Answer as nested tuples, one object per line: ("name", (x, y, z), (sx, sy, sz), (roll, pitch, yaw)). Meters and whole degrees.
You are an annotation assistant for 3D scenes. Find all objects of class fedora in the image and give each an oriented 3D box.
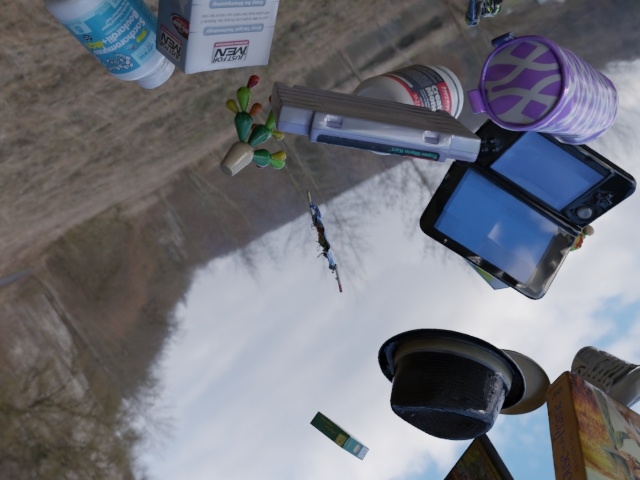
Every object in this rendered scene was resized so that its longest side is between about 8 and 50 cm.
("fedora", (0.274, 0.337, 1.496), (0.334, 0.334, 0.152), (-21, -148, 39))

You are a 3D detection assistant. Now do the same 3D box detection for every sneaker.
("sneaker", (0.499, 0.244, 1.198), (0.106, 0.123, 0.290), (-33, 162, -5))
("sneaker", (0.417, -0.595, 1.707), (0.188, 0.078, 0.067), (-53, 165, -40))

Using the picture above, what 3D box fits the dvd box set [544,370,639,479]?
("dvd box set", (0.439, 0.369, 0.857), (0.062, 0.308, 0.420), (-58, 178, 25))

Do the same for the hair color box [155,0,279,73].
("hair color box", (-0.159, -0.483, 1.145), (0.185, 0.113, 0.374), (-19, 138, -38))

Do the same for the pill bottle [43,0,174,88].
("pill bottle", (-0.392, -0.411, 1.310), (0.146, 0.264, 0.146), (-12, -121, 20))

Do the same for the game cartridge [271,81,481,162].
("game cartridge", (0.090, -0.215, 1.236), (0.355, 0.068, 0.230), (8, -154, -10))

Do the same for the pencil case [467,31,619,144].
("pencil case", (0.221, -0.135, 0.650), (0.088, 0.086, 0.206), (-28, 165, 35))

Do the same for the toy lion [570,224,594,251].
("toy lion", (0.516, -0.028, 1.410), (0.096, 0.100, 0.034), (-18, 167, -33))

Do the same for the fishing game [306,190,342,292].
("fishing game", (0.000, 0.000, 1.757), (0.041, 0.264, 0.189), (-18, 147, -4))

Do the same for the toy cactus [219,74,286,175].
("toy cactus", (-0.145, -0.210, 1.382), (0.112, 0.219, 0.180), (25, -118, 25))

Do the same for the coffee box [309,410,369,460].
("coffee box", (0.052, 0.499, 1.729), (0.113, 0.184, 0.040), (31, -102, 32))

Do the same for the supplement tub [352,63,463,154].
("supplement tub", (0.218, -0.336, 1.701), (0.191, 0.191, 0.272), (-18, -173, 47))

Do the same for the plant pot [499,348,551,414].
("plant pot", (0.479, 0.364, 1.772), (0.236, 0.236, 0.032), (-23, -155, 32))

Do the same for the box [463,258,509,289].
("box", (0.391, -0.056, 1.516), (0.087, 0.169, 0.289), (-17, -130, 34))

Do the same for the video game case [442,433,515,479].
("video game case", (0.393, 0.655, 1.638), (0.248, 0.035, 0.274), (-64, -150, 26))

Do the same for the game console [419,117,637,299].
("game console", (0.379, -0.066, 1.252), (0.250, 0.293, 0.173), (-50, -169, 53))
